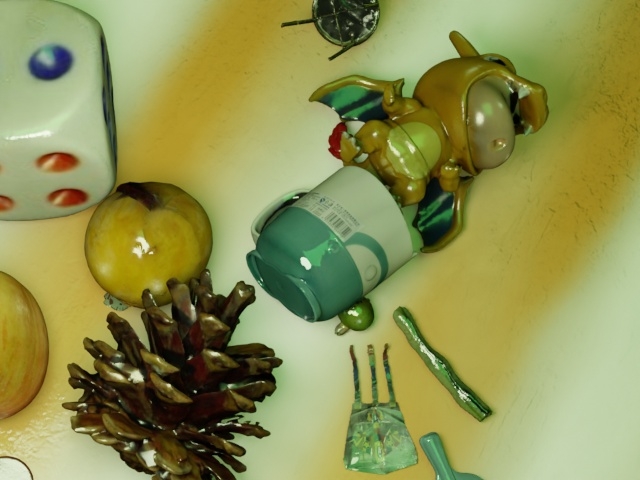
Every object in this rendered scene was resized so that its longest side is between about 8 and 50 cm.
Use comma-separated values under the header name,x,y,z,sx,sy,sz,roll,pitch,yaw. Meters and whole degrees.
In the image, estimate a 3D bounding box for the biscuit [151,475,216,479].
name,x,y,z,sx,sy,sz,roll,pitch,yaw
biscuit,-0.227,0.479,1.856,0.250,0.035,0.162,-11,79,-14

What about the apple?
name,x,y,z,sx,sy,sz,roll,pitch,yaw
apple,-0.585,0.176,1.795,0.242,0.242,0.241,0,65,-12

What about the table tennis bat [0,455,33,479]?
name,x,y,z,sx,sy,sz,roll,pitch,yaw
table tennis bat,-0.562,0.433,1.813,0.154,0.019,0.098,-35,81,-23

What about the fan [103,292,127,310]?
name,x,y,z,sx,sy,sz,roll,pitch,yaw
fan,-0.359,0.108,1.976,0.083,0.004,0.056,20,67,-4

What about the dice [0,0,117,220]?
name,x,y,z,sx,sy,sz,roll,pitch,yaw
dice,-0.527,-0.229,1.898,0.304,0.277,0.304,-4,60,-7

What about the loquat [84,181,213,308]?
name,x,y,z,sx,sy,sz,roll,pitch,yaw
loquat,-0.308,0.007,1.903,0.235,0.235,0.235,4,70,-10

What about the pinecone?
name,x,y,z,sx,sy,sz,roll,pitch,yaw
pinecone,-0.217,0.221,1.764,0.384,0.384,0.384,4,70,-10

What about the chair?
name,x,y,z,sx,sy,sz,roll,pitch,yaw
chair,0.059,-0.484,2.206,0.159,0.170,0.325,34,24,6

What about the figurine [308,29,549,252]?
name,x,y,z,sx,sy,sz,roll,pitch,yaw
figurine,0.206,-0.231,2.076,0.387,0.268,0.401,-36,77,-18

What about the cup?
name,x,y,z,sx,sy,sz,roll,pitch,yaw
cup,0.000,0.000,1.981,0.257,0.219,0.289,-37,46,-23

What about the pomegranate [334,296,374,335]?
name,x,y,z,sx,sy,sz,roll,pitch,yaw
pomegranate,0.065,0.146,2.022,0.073,0.073,0.085,11,108,-8

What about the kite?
name,x,y,z,sx,sy,sz,roll,pitch,yaw
kite,0.102,0.313,1.992,0.141,0.015,0.245,-1,75,-13

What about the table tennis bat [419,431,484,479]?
name,x,y,z,sx,sy,sz,roll,pitch,yaw
table tennis bat,0.244,0.466,1.959,0.149,0.038,0.237,-22,81,-16

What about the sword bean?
name,x,y,z,sx,sy,sz,roll,pitch,yaw
sword bean,0.227,0.236,2.034,0.043,0.038,0.269,-37,80,-15
